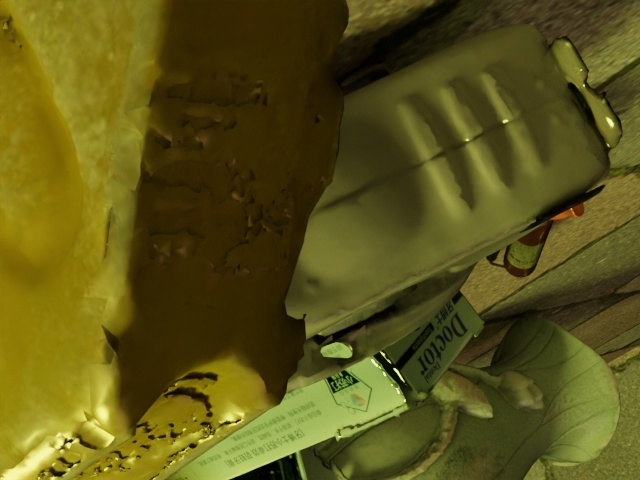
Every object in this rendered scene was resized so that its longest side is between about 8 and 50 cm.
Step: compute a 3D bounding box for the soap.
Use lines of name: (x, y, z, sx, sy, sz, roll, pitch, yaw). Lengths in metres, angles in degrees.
soap: (-0.099, 0.005, 0.391, 0.257, 0.160, 0.080, -37, 161, 29)

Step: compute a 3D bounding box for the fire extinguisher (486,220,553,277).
fire extinguisher: (0.160, 0.004, 1.082, 0.049, 0.035, 0.173, -29, 163, -7)

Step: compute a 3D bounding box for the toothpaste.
toothpaste: (-0.036, 0.099, 0.850, 0.313, 0.071, 0.089, -31, -171, 45)

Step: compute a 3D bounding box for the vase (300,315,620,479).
vase: (0.134, 0.228, 1.441, 0.445, 0.250, 0.250, -19, 163, -41)

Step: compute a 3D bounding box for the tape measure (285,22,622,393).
tape measure: (0.000, 0.000, 0.630, 0.236, 0.120, 0.197, -25, 173, -14)

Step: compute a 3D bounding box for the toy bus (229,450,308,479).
toy bus: (-0.144, 0.252, 1.173, 0.256, 0.128, 0.147, -14, -178, -37)

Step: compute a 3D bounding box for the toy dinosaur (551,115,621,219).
toy dinosaur: (0.105, -0.030, 0.824, 0.280, 0.055, 0.101, -16, -175, -43)
